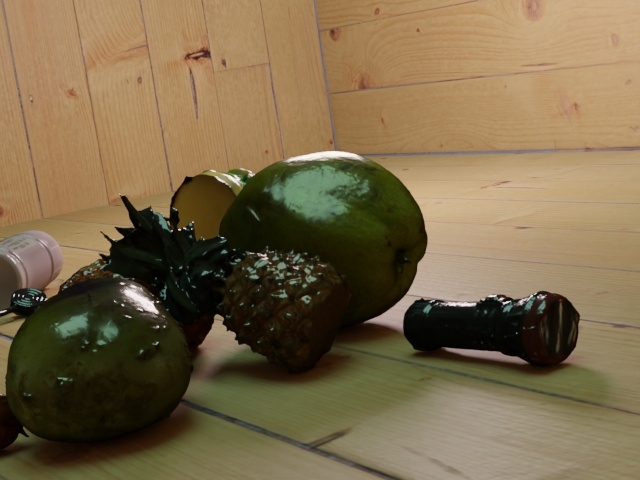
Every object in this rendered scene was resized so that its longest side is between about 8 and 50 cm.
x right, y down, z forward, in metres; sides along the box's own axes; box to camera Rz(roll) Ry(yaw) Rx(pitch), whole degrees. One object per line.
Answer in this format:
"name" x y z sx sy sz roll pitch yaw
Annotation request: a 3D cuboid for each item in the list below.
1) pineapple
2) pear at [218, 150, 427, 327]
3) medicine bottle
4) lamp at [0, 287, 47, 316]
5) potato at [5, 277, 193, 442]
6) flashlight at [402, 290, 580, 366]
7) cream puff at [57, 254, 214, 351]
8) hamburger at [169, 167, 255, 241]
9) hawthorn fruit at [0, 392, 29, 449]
"pineapple" -0.147 0.055 1.498 0.365 0.165 0.165 19 18 18
"pear" 0.000 0.000 1.654 0.321 0.269 0.269 9 17 35
"medicine bottle" -0.620 0.059 2.285 0.133 0.133 0.249 -7 9 9
"lamp" -0.625 0.120 1.987 0.130 0.108 0.371 28 28 36
"potato" -0.257 0.135 1.340 0.210 0.173 0.307 -11 12 -4
"flashlight" 0.201 0.103 1.384 0.093 0.092 0.232 -16 11 -40
"cream puff" -0.273 0.098 1.647 0.240 0.163 0.240 -8 4 1
"hamburger" -0.170 -0.036 2.194 0.237 0.237 0.149 -1 8 41
"hawthorn fruit" -0.385 0.209 1.304 0.093 0.081 0.081 0 8 -5
